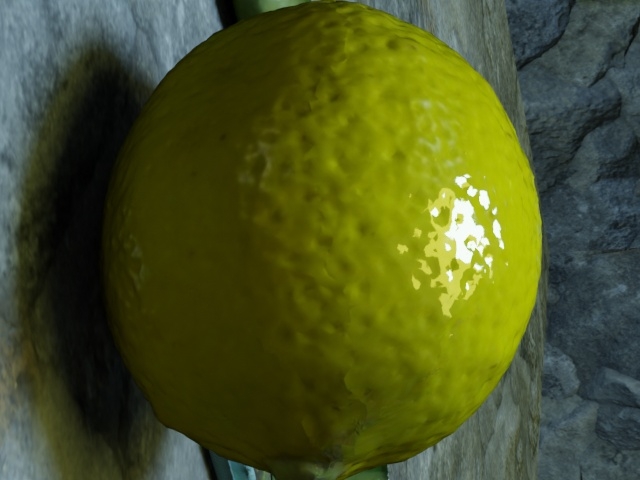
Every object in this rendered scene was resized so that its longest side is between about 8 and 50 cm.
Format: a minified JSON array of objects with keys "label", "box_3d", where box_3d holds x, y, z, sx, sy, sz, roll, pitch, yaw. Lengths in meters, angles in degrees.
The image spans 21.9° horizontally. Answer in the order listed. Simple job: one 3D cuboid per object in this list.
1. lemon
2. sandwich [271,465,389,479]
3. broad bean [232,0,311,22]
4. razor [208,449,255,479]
[{"label":"lemon","box_3d":[0.001,-0.001,1.152,0.336,0.336,0.336,-4,90,-75]},{"label":"sandwich","box_3d":[0.019,0.219,1.545,0.074,0.116,0.074,-11,97,-75]},{"label":"broad bean","box_3d":[-0.044,-0.248,1.483,0.124,0.082,0.174,-65,147,-65]},{"label":"razor","box_3d":[-0.074,0.161,1.347,0.111,0.056,0.278,-35,121,-31]}]
